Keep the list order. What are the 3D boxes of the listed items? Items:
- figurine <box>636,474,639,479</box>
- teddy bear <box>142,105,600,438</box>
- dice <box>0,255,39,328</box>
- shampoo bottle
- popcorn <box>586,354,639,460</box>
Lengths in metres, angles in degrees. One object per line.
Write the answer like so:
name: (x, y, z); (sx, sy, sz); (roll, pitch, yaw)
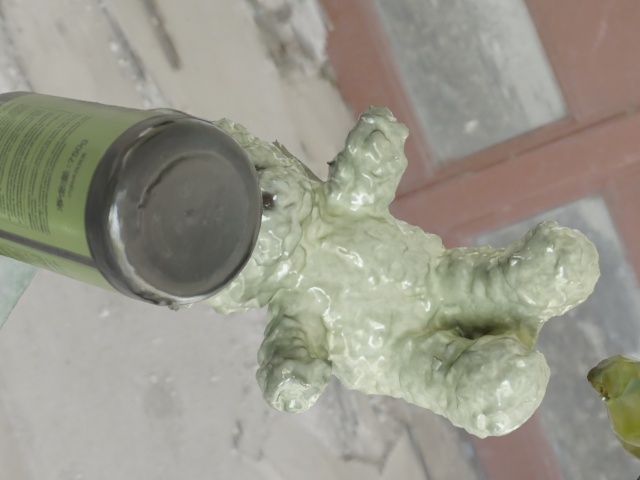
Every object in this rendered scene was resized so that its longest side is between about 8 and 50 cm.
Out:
figurine: (0.369, 0.252, 1.244); (0.141, 0.250, 0.166); (40, -13, 33)
teddy bear: (0.000, 0.000, 1.332); (0.362, 0.375, 0.327); (41, 65, -30)
dice: (-0.506, 0.024, 1.446); (0.330, 0.328, 0.348); (40, 1, -15)
shampoo bottle: (-0.155, -0.034, 0.817); (0.101, 0.284, 0.101); (-9, 104, -39)
popcorn: (0.294, 0.241, 0.884); (0.279, 0.335, 0.274); (-62, 177, -24)
